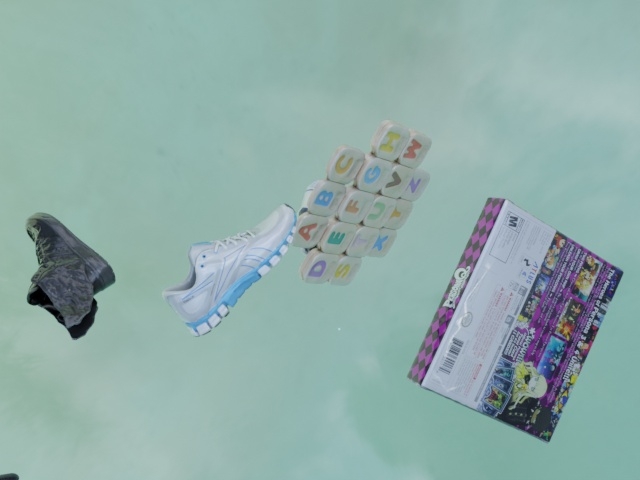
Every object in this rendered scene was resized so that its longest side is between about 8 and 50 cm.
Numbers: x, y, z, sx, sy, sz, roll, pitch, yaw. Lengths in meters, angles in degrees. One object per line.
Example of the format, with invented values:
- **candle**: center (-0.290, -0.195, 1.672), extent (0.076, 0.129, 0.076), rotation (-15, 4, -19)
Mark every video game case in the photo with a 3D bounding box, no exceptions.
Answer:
- **video game case**: center (0.233, 0.096, 0.997), extent (0.210, 0.042, 0.232), rotation (26, 86, -26)

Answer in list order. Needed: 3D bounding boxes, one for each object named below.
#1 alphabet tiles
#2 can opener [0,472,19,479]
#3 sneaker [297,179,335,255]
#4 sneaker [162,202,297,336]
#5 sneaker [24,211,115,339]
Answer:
- **alphabet tiles**: center (0.072, -0.052, 1.341), extent (0.021, 0.278, 0.284), rotation (38, 106, 32)
- **can opener**: center (-0.626, 0.452, 1.506), extent (0.059, 0.186, 0.073), rotation (-51, 60, 33)
- **sneaker**: center (0.000, 0.000, 1.585), extent (0.094, 0.258, 0.091), rotation (20, 59, 28)
- **sneaker**: center (-0.108, 0.020, 0.998), extent (0.191, 0.071, 0.083), rotation (-47, 110, -6)
- **sneaker**: center (-0.297, 0.036, 0.945), extent (0.170, 0.051, 0.089), rotation (32, 53, 24)
